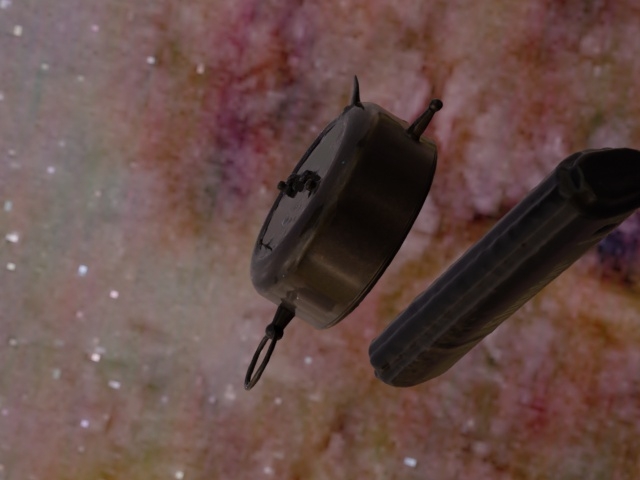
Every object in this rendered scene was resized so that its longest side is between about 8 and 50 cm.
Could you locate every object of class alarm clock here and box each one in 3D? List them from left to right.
[{"bbox_3d":[0.000,0.000,0.848,0.192,0.064,0.129,-63,13,-6],"label":"alarm clock"}]

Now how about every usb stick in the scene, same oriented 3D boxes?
[{"bbox_3d":[0.116,0.024,0.955,0.077,0.045,0.278,-9,-24,-31],"label":"usb stick"}]
